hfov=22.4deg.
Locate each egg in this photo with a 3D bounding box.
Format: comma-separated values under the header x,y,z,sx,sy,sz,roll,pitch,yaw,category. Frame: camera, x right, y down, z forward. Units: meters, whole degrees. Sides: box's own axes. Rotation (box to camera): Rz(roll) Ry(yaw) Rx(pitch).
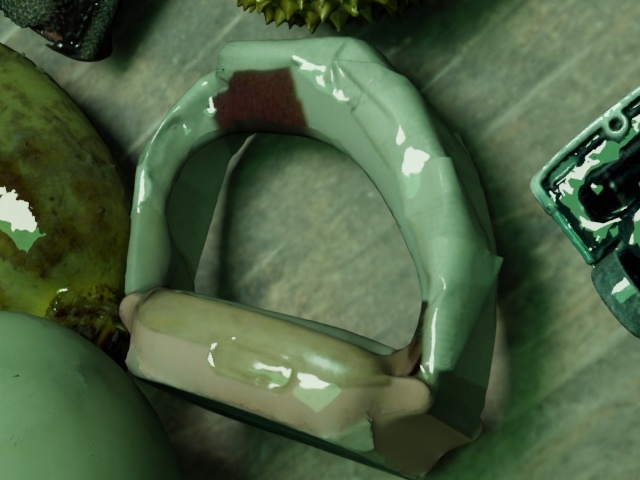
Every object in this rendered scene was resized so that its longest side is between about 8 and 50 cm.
x,y,z,sx,sy,sz,roll,pitch,yaw,category
-0.179,0.174,0.952,0.203,0.203,0.283,10,119,29,egg

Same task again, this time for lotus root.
x,y,z,sx,sy,sz,roll,pitch,yaw,category
-0.217,-0.017,1.099,0.173,0.173,0.309,-49,66,14,lotus root

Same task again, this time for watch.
x,y,z,sx,sy,sz,roll,pitch,yaw,category
0.000,0.000,0.995,0.253,0.162,0.241,15,78,27,watch

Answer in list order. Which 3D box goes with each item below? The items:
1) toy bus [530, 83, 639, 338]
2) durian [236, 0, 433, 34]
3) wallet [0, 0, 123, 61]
x,y,z,sx,sy,sz,roll,pitch,yaw,category
0.238,0.038,0.846,0.128,0.147,0.256,-39,72,17,toy bus
-0.009,-0.201,1.008,0.237,0.193,0.138,-134,34,-65,durian
-0.200,-0.281,1.146,0.262,0.071,0.221,41,119,34,wallet
